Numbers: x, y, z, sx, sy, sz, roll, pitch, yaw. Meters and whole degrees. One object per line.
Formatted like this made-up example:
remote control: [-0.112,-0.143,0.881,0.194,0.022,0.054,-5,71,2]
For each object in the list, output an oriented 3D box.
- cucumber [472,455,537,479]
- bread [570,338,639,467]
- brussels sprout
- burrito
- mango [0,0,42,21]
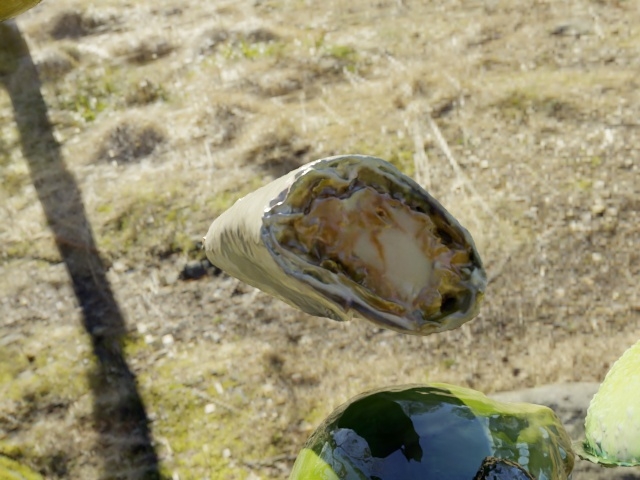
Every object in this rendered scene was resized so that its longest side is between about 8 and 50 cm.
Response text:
cucumber: [0.126,0.225,0.521,0.067,0.067,0.245,-7,47,7]
bread: [0.244,0.018,0.432,0.301,0.045,0.301,-31,-8,-5]
brussels sprout: [0.085,0.219,0.731,0.271,0.210,0.219,-23,49,-39]
burrito: [0.003,0.003,0.732,0.105,0.143,0.299,-55,16,-12]
mango: [-0.145,-0.175,0.392,0.111,0.163,0.089,-9,36,14]
